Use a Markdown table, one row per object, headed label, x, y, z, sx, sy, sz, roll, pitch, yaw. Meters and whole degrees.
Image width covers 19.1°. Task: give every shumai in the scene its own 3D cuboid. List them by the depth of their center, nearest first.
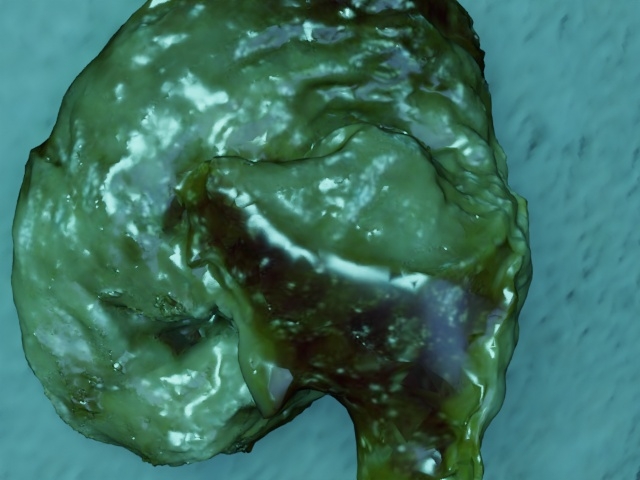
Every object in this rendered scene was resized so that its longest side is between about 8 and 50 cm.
| label | x | y | z | sx | sy | sz | roll | pitch | yaw |
| --- | --- | --- | --- | --- | --- | --- | --- | --- | --- |
| shumai | 0.000 | -0.009 | 0.479 | 0.123 | 0.105 | 0.139 | 46 | 57 | -38 |
